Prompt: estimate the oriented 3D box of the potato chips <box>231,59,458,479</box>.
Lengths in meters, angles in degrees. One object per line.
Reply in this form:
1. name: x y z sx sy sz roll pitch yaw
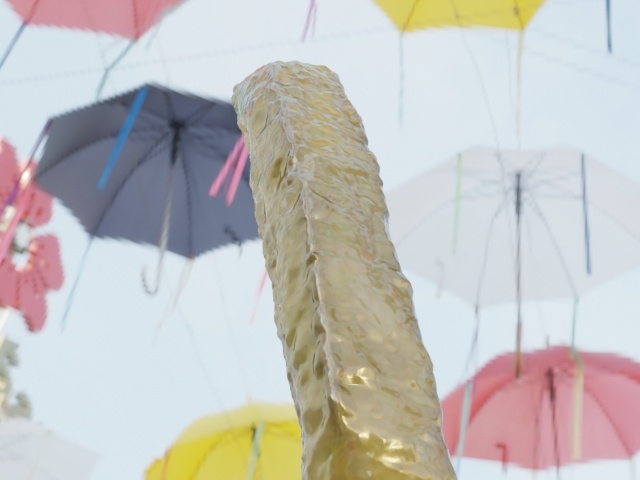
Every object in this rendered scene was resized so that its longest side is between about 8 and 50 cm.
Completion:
1. potato chips: 0.000 0.000 0.662 0.057 0.407 0.080 8 -58 -14
